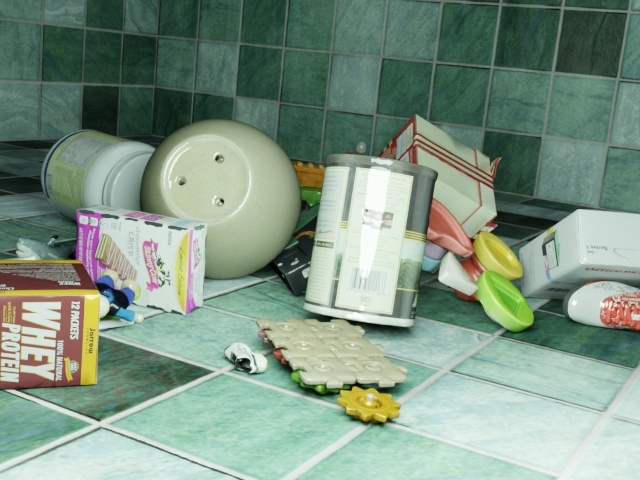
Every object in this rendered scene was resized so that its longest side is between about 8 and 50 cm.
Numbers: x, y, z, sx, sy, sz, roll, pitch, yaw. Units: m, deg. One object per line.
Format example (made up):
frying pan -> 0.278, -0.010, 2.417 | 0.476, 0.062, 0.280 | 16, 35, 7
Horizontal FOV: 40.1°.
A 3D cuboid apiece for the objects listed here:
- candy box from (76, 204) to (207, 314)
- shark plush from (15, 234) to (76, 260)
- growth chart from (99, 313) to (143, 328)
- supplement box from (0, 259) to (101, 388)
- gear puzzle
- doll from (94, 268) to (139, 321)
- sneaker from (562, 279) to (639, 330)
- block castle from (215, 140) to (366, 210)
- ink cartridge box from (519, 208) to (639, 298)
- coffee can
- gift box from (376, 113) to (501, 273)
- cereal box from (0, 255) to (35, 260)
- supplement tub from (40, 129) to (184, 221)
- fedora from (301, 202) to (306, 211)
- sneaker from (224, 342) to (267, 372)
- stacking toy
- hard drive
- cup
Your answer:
candy box -> -0.325, 0.032, 1.575 | 0.234, 0.159, 0.071 | 9, 14, 19
shark plush -> -0.533, 0.021, 1.750 | 0.161, 0.067, 0.073 | -5, 16, -43
growth chart -> -0.429, 0.115, 1.465 | 0.237, 0.021, 0.172 | 13, 13, 31
supplement box -> -0.418, 0.111, 1.216 | 0.191, 0.129, 0.194 | 1, 12, -24
gear puzzle -> 0.029, 0.191, 1.281 | 0.176, 0.044, 0.339 | 3, 15, -22
doll -> -0.349, 0.091, 1.414 | 0.129, 0.046, 0.189 | 27, 7, -7
sneaker -> 0.617, 0.138, 1.686 | 0.270, 0.090, 0.145 | 6, 9, -14
block castle -> -0.074, -0.145, 2.201 | 0.454, 0.212, 0.303 | 8, 29, -14
ink cartridge box -> 0.560, 0.037, 1.804 | 0.202, 0.117, 0.278 | 4, -18, -11
coffee can -> 0.087, 0.001, 1.544 | 0.202, 0.275, 0.201 | 9, -1, 0
gift box -> 0.266, -0.105, 2.004 | 0.258, 0.276, 0.255 | 29, 41, -20
cereal box -> -0.610, 0.071, 1.432 | 0.173, 0.047, 0.240 | -6, 6, 26
supplement tub -> -0.500, -0.135, 2.115 | 0.235, 0.235, 0.325 | -5, 16, -43
fedora -> -0.041, -0.123, 2.491 | 0.276, 0.124, 0.244 | -14, 5, -1
sneaker -> -0.118, 0.174, 1.298 | 0.083, 0.031, 0.037 | 14, 14, 39
stacking toy -> 0.261, 0.072, 1.697 | 0.309, 0.130, 0.279 | 30, 30, -26
hard drive -> 0.000, 0.000, 1.877 | 0.237, 0.064, 0.339 | -28, 19, -8
cup -> -0.206, -0.098, 1.693 | 0.331, 0.331, 0.237 | 6, -7, 2
